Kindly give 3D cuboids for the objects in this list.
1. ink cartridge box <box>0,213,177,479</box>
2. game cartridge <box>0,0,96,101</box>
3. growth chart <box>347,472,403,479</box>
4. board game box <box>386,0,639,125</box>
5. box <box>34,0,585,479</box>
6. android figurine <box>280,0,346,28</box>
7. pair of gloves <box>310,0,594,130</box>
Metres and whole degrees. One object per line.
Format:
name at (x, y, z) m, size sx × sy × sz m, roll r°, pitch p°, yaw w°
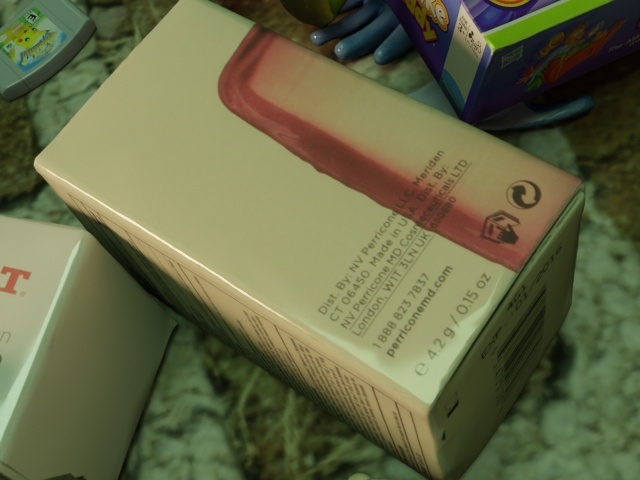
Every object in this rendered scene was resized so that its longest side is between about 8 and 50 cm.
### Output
ink cartridge box at (-0.241, 0.135, 0.488) m, size 0.223 × 0.129 × 0.307 m, roll 10°, pitch 67°, yaw 17°
game cartridge at (-0.203, -0.139, 0.680) m, size 0.083 × 0.017 × 0.056 m, roll -44°, pitch 67°, yaw -11°
growth chart at (-0.030, 0.150, 0.401) m, size 0.237 × 0.172 × 0.021 m, roll -20°, pitch 96°, yaw -31°
board game box at (0.180, -0.240, 0.558) m, size 0.347 × 0.078 × 0.233 m, roll -25°, pitch 71°, yaw -12°
box at (0.000, 0.000, 0.492) m, size 0.232 × 0.148 × 0.127 m, roll 31°, pitch 73°, yaw 23°
android figurine at (0.023, -0.264, 0.658) m, size 0.248 × 0.056 × 0.273 m, roll 20°, pitch 65°, yaw 26°
pair of gloves at (0.086, -0.136, 0.612) m, size 0.159 × 0.023 × 0.198 m, roll -32°, pitch 61°, yaw -4°
